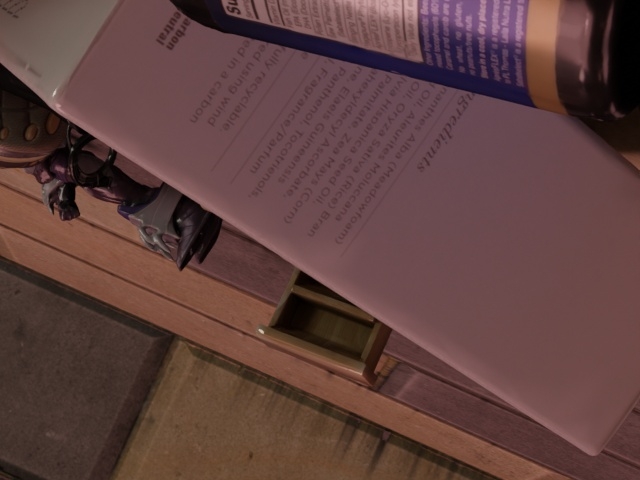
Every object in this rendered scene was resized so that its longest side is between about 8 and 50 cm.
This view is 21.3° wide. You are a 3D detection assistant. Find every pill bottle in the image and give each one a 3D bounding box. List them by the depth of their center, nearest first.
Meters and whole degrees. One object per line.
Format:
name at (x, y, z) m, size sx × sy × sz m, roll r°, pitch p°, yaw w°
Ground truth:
pill bottle at (0.015, -0.123, 0.593) m, size 0.219 × 0.122 × 0.123 m, roll 16°, pitch 166°, yaw 20°

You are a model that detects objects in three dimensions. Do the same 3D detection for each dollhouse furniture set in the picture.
dollhouse furniture set at (0.000, 0.000, 1.408) m, size 0.212 × 0.161 × 0.242 m, roll 19°, pitch 167°, yaw 23°

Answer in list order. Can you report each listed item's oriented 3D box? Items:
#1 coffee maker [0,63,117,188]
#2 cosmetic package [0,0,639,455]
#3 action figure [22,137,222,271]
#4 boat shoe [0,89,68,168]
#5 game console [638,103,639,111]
coffee maker at (-0.219, -0.146, 1.199) m, size 0.178 × 0.171 × 0.120 m, roll 20°, pitch -177°, yaw 27°
cosmetic package at (0.013, -0.065, 1.005) m, size 0.453 × 0.161 × 0.230 m, roll 33°, pitch -179°, yaw -36°
action figure at (-0.239, -0.067, 1.738) m, size 0.285 × 0.099 × 0.185 m, roll 26°, pitch 173°, yaw 8°
boat shoe at (-0.409, -0.149, 1.573) m, size 0.355 × 0.132 × 0.130 m, roll 27°, pitch 152°, yaw -7°
game console at (0.115, -0.057, 0.794) m, size 0.173 × 0.250 × 0.293 m, roll -9°, pitch 174°, yaw 22°
